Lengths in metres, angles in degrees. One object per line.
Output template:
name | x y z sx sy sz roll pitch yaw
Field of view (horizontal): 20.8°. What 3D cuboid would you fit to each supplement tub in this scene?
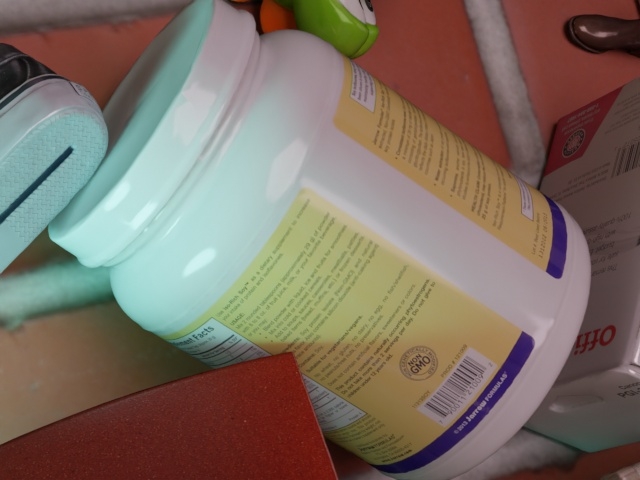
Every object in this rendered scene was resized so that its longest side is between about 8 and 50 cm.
supplement tub | 0.000 0.000 1.244 0.331 0.241 0.241 33 63 -18

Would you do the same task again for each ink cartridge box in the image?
ink cartridge box | 0.259 0.015 1.410 0.117 0.207 0.283 26 66 -20

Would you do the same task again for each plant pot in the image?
plant pot | -0.113 0.252 1.074 0.235 0.267 0.267 -2 118 -11

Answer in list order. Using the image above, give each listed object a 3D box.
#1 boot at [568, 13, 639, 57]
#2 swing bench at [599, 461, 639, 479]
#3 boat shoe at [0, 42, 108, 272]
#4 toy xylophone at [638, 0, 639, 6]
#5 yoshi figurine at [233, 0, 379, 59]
boot | 0.292 -0.198 1.540 0.106 0.114 0.037 5 74 -29
swing bench | 0.339 0.276 1.350 0.253 0.165 0.255 -15 57 -41
boat shoe | -0.292 0.002 1.152 0.335 0.121 0.119 -41 54 -15
toy xylophone | 0.386 -0.303 1.643 0.236 0.081 0.323 -19 87 -32
yoshi figurine | -0.001 -0.328 1.365 0.203 0.203 0.362 -23 92 -39
